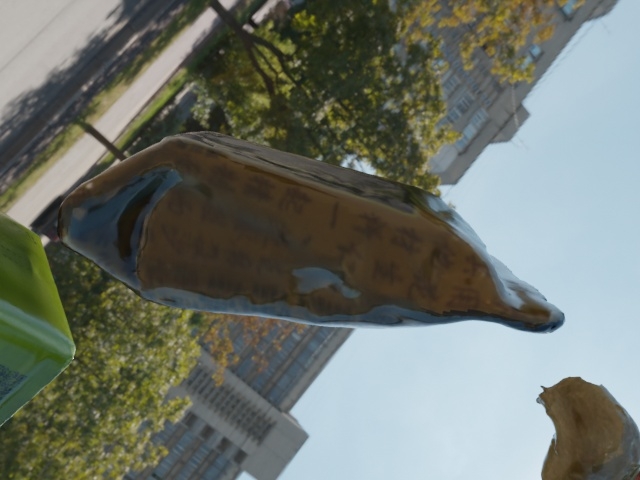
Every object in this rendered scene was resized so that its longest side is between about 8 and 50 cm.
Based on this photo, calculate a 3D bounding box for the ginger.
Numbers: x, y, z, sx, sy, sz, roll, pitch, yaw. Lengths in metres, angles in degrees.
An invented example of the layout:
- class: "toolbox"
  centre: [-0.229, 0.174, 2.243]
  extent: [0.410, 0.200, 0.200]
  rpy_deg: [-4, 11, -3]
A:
- class: "ginger"
  centre: [0.430, 0.333, 0.941]
  extent: [0.138, 0.267, 0.152]
  rpy_deg: [-11, -165, -20]

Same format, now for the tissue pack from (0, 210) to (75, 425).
- class: "tissue pack"
  centre: [-0.371, 0.027, 0.475]
  extent: [0.167, 0.275, 0.200]
  rpy_deg: [-42, -132, -2]

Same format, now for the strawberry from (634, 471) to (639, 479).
- class: "strawberry"
  centre: [0.601, 0.504, 1.002]
  extent: [0.098, 0.174, 0.228]
  rpy_deg: [-62, 178, 25]

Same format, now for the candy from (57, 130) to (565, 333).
- class: "candy"
  centre: [0.000, 0.000, 0.362]
  extent: [0.143, 0.271, 0.101]
  rpy_deg: [-62, 163, -72]
